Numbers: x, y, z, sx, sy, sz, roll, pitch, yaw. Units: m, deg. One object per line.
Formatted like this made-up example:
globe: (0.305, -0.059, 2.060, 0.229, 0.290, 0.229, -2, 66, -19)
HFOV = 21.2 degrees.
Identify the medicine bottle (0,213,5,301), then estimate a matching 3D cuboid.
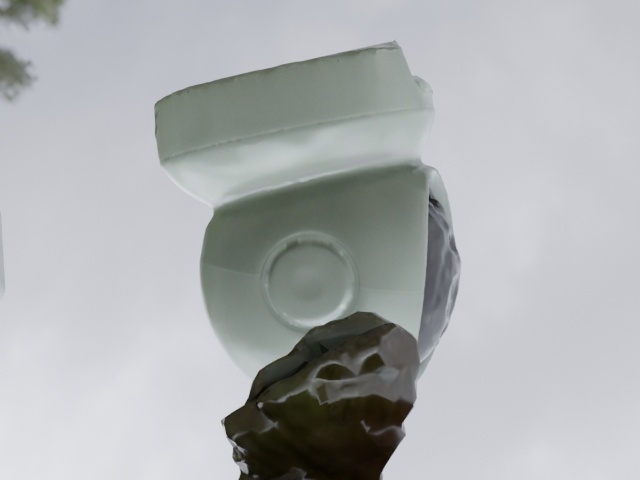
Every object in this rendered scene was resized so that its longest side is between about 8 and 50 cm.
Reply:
medicine bottle: (-0.308, 0.006, 1.137, 0.179, 0.324, 0.124, -6, -98, -2)

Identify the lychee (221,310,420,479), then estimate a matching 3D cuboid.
lychee: (0.037, 0.220, 0.680, 0.270, 0.320, 0.270, -47, -177, 3)

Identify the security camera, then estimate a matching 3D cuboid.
security camera: (0.000, 0.000, 1.138, 0.194, 0.236, 0.194, -12, 179, 0)
